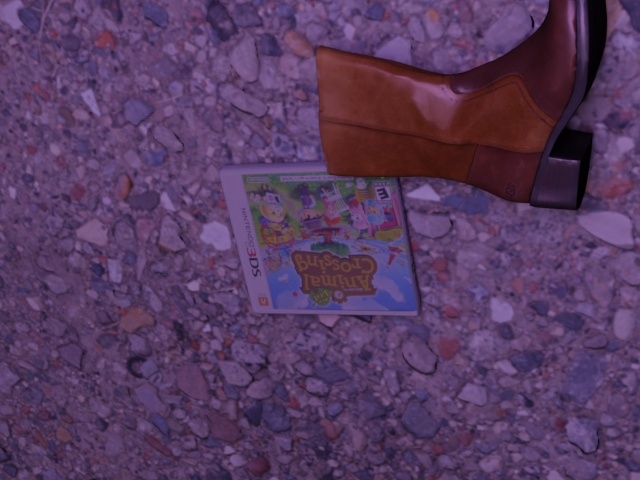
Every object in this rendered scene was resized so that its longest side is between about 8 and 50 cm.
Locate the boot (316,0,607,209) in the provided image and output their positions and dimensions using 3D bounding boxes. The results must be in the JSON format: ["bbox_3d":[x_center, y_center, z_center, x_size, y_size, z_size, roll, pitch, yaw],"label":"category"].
[{"bbox_3d":[0.134,-0.169,1.150,0.280,0.096,0.264,12,128,19],"label":"boot"}]

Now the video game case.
[{"bbox_3d":[0.000,0.000,1.331,0.212,0.023,0.193,-1,118,22],"label":"video game case"}]
